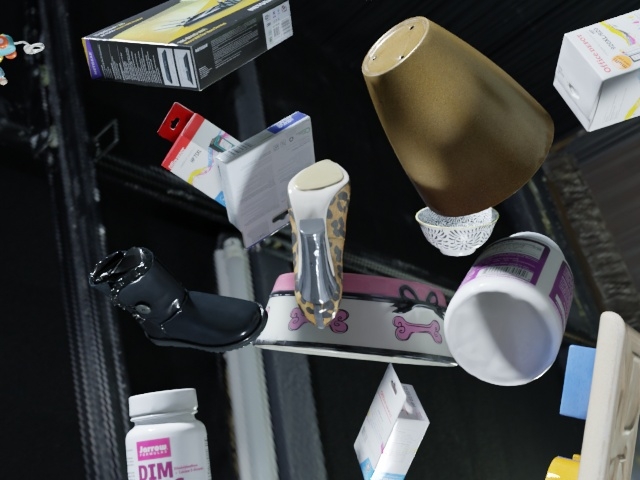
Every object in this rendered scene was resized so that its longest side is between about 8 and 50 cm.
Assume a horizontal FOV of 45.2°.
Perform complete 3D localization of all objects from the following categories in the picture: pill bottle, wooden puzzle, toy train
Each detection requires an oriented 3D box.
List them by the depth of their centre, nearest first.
[{"bbox_3d":[0.378,0.273,1.054,0.348,0.081,0.322,26,-106,-60],"label":"wooden puzzle"},{"bbox_3d":[-0.521,-0.290,1.210,0.125,0.166,0.046,-18,-94,-59],"label":"toy train"},{"bbox_3d":[0.310,0.091,1.223,0.169,0.169,0.301,57,-150,-3],"label":"pill bottle"},{"bbox_3d":[-0.301,0.445,1.527,0.160,0.160,0.283,7,-110,-50],"label":"pill bottle"}]

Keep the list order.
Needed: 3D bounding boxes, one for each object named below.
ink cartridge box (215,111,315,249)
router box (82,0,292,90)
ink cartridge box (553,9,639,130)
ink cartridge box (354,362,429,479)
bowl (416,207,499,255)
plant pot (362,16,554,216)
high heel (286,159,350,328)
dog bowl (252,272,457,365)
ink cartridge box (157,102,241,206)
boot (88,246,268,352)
[{"bbox_3d":[-0.102,-0.124,1.598,0.223,0.045,0.224,-33,-44,-29],"label":"ink cartridge box"},{"bbox_3d":[-0.232,-0.370,1.399,0.309,0.243,0.081,-47,-41,-47],"label":"router box"},{"bbox_3d":[0.682,-0.389,1.743,0.168,0.233,0.171,80,169,-55],"label":"ink cartridge box"},{"bbox_3d":[0.122,0.307,1.274,0.062,0.181,0.104,13,-158,-17],"label":"ink cartridge box"},{"bbox_3d":[0.285,-0.017,1.609,0.170,0.170,0.080,-36,-53,-56],"label":"bowl"},{"bbox_3d":[0.186,-0.205,1.164,0.254,0.237,0.237,44,-144,-31],"label":"plant pot"},{"bbox_3d":[0.000,0.000,1.169,0.261,0.093,0.186,-80,-12,-57],"label":"high heel"},{"bbox_3d":[0.073,0.160,1.547,0.408,0.408,0.150,17,-105,-45],"label":"dog bowl"},{"bbox_3d":[-0.252,-0.182,1.678,0.231,0.134,0.078,33,-128,-12],"label":"ink cartridge box"},{"bbox_3d":[-0.235,0.096,1.268,0.207,0.247,0.094,58,-144,-47],"label":"boot"}]
